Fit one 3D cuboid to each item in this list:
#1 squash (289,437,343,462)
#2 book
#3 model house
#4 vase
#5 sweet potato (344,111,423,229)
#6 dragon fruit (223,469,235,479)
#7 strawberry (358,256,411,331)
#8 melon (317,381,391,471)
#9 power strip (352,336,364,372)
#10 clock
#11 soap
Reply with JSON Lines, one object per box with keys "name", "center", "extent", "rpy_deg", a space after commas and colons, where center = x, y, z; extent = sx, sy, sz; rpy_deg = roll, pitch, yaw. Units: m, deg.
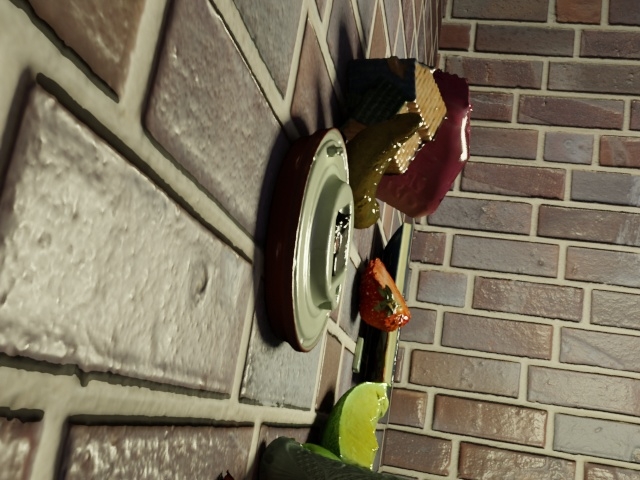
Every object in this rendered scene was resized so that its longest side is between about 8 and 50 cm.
{"name": "squash", "center": [0.019, 0.422, 1.148], "extent": [0.378, 0.102, 0.101], "rpy_deg": [61, 33, -41]}
{"name": "book", "center": [0.183, 0.191, 1.909], "extent": [0.300, 0.039, 0.427], "rpy_deg": [106, -6, -74]}
{"name": "model house", "center": [0.106, -0.236, 1.235], "extent": [0.182, 0.167, 0.172], "rpy_deg": [-61, 144, -27]}
{"name": "vase", "center": [0.023, 0.324, 0.912], "extent": [0.096, 0.219, 0.096], "rpy_deg": [-21, 116, -51]}
{"name": "sweet potato", "center": [0.067, -0.096, 1.177], "extent": [0.124, 0.098, 0.310], "rpy_deg": [-29, 157, -29]}
{"name": "dragon fruit", "center": [-0.026, 0.411, 0.737], "extent": [0.305, 0.226, 0.305], "rpy_deg": [7, 90, -81]}
{"name": "strawberry", "center": [0.135, 0.141, 1.686], "extent": [0.175, 0.107, 0.236], "rpy_deg": [58, 8, 4]}
{"name": "melon", "center": [0.062, 0.394, 1.395], "extent": [0.323, 0.124, 0.196], "rpy_deg": [-68, 168, -61]}
{"name": "power strip", "center": [0.095, 0.287, 1.750], "extent": [0.040, 0.016, 0.090], "rpy_deg": [75, 24, -59]}
{"name": "clock", "center": [0.000, 0.000, 0.989], "extent": [0.318, 0.080, 0.318], "rpy_deg": [6, 90, -79]}
{"name": "soap", "center": [0.197, -0.202, 1.472], "extent": [0.324, 0.220, 0.127], "rpy_deg": [-62, -177, 45]}
